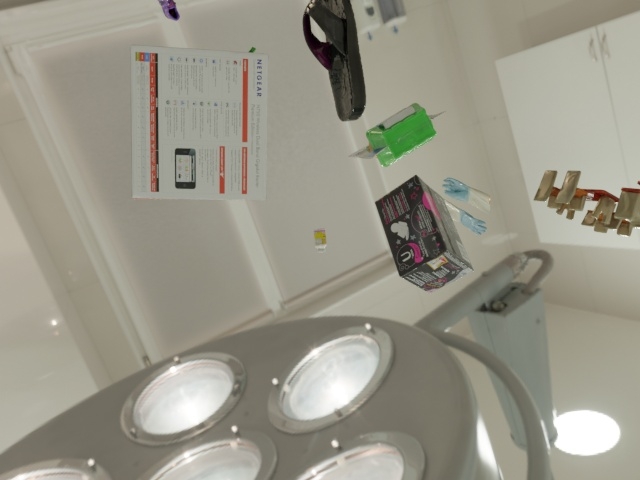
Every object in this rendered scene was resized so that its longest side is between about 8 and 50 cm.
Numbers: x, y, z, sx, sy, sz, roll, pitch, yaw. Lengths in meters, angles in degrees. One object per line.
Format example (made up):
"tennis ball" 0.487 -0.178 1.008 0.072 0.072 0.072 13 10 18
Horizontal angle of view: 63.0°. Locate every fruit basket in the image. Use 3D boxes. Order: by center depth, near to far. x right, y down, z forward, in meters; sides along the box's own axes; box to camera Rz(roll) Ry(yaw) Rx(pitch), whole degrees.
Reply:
"fruit basket" 0.276 -0.411 2.003 0.327 0.165 0.353 -31 -161 -4

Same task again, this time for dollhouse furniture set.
"dollhouse furniture set" 0.756 -0.116 1.380 0.262 0.135 0.259 21 179 -23

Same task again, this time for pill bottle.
"pill bottle" 0.000 0.000 1.852 0.043 0.083 0.043 -6 177 0

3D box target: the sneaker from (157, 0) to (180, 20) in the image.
"sneaker" -0.510 -0.802 1.725 0.068 0.071 0.170 -49 154 -10

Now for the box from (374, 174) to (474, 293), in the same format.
"box" 0.264 -0.013 1.355 0.142 0.247 0.163 -32 141 26

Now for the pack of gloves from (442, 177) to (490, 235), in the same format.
"pack of gloves" 0.537 -0.125 1.992 0.046 0.195 0.232 -27 -140 -24

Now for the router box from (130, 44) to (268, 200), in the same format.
"router box" -0.273 -0.259 1.199 0.301 0.335 0.082 1 -175 -10

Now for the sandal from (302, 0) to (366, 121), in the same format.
"sandal" 0.025 -0.537 1.401 0.107 0.446 0.167 -7 167 -20

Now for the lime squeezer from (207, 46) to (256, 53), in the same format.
"lime squeezer" -0.276 -0.512 1.540 0.059 0.110 0.310 13 -155 13
